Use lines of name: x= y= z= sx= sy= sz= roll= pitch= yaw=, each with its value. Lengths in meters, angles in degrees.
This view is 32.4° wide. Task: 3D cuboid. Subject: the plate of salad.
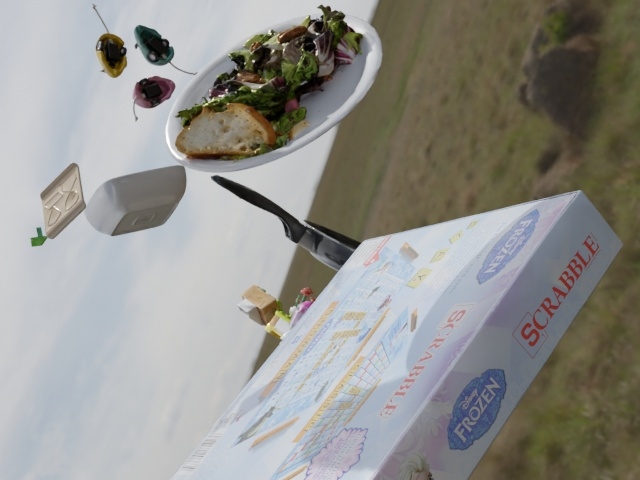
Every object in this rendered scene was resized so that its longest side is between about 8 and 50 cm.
plate of salad: x=-0.045 y=-0.133 z=0.911 sx=0.048 sy=0.200 sz=0.200 roll=59 pitch=-144 yaw=-38

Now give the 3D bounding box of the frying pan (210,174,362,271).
frying pan: x=0.021 y=0.011 z=1.385 sx=0.326 sy=0.197 sz=0.053 roll=20 pitch=-83 yaw=-49

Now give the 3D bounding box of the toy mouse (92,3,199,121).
toy mouse: x=-0.227 y=-0.222 z=1.435 sx=0.031 sy=0.143 sz=0.161 roll=-32 pitch=65 yaw=46

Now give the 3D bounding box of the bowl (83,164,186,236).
bowl: x=-0.270 y=-0.053 z=1.636 sx=0.142 sy=0.142 sz=0.053 roll=-43 pitch=65 yaw=55

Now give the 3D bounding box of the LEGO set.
LEGO set: x=0.001 y=0.089 z=1.294 sx=0.107 sy=0.132 sz=0.287 roll=-56 pitch=15 yaw=-3

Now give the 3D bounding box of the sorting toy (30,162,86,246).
sorting toy: x=-0.261 y=-0.030 z=1.089 sx=0.083 sy=0.012 sz=0.062 roll=-40 pitch=48 yaw=21

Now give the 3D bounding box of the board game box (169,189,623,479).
board game box: x=0.050 y=0.110 z=0.913 sx=0.319 sy=0.066 sz=0.318 roll=-50 pitch=17 yaw=-25
